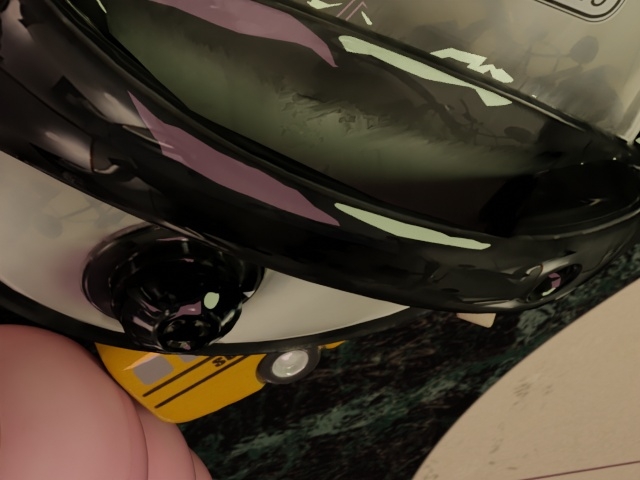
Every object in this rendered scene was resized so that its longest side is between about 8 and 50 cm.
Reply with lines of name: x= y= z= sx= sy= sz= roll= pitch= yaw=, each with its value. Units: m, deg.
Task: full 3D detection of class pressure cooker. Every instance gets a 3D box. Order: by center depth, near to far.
pressure cooker: x=-0.028 y=-0.148 z=0.787 sx=0.369 sy=0.420 sz=0.375 roll=-13 pitch=140 yaw=-1

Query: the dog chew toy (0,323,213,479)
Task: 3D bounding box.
dog chew toy: x=-0.187 y=0.185 z=1.328 sx=0.206 sy=0.207 sz=0.332 roll=-36 pitch=151 yaw=12

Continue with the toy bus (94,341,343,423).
toy bus: x=0.000 y=0.000 z=1.283 sx=0.332 sy=0.108 sz=0.130 roll=-30 pitch=142 yaw=6

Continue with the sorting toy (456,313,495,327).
sorting toy: x=0.114 y=-0.128 z=1.106 sx=0.089 sy=0.255 sz=0.257 roll=16 pitch=136 yaw=6
